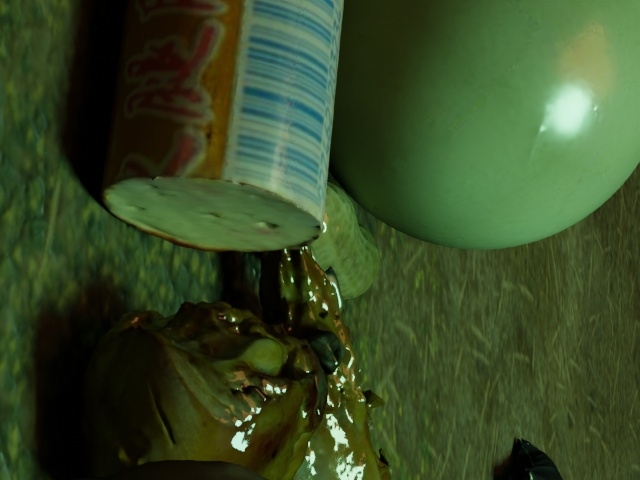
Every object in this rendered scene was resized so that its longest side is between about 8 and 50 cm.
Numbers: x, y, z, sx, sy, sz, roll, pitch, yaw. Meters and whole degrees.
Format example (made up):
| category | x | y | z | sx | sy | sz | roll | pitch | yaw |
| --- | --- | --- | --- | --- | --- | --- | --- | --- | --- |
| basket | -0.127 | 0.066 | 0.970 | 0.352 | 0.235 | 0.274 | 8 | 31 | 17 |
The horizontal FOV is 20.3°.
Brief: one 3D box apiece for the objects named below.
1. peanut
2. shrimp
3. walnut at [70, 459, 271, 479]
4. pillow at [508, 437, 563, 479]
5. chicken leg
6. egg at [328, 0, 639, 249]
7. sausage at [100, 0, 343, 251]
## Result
| category | x | y | z | sx | sy | sz | roll | pitch | yaw |
| --- | --- | --- | --- | --- | --- | --- | --- | --- | --- |
| peanut | 0.000 | 0.000 | 0.881 | 0.113 | 0.054 | 0.054 | 51 | 42 | -62 |
| shrimp | 0.008 | 0.115 | 0.884 | 0.154 | 0.062 | 0.294 | -78 | 164 | -56 |
| walnut | -0.048 | 0.195 | 0.489 | 0.273 | 0.227 | 0.273 | -5 | 90 | -74 |
| pillow | 0.160 | 0.225 | 1.292 | 0.090 | 0.048 | 0.150 | -24 | 109 | -65 |
| chicken leg | -0.039 | 0.125 | 0.740 | 0.107 | 0.087 | 0.251 | -44 | 140 | -36 |
| egg | 0.084 | -0.099 | 0.916 | 0.254 | 0.188 | 0.189 | -65 | 148 | -66 |
| sausage | -0.030 | -0.155 | 0.755 | 0.093 | 0.093 | 0.312 | 42 | 49 | -63 |
